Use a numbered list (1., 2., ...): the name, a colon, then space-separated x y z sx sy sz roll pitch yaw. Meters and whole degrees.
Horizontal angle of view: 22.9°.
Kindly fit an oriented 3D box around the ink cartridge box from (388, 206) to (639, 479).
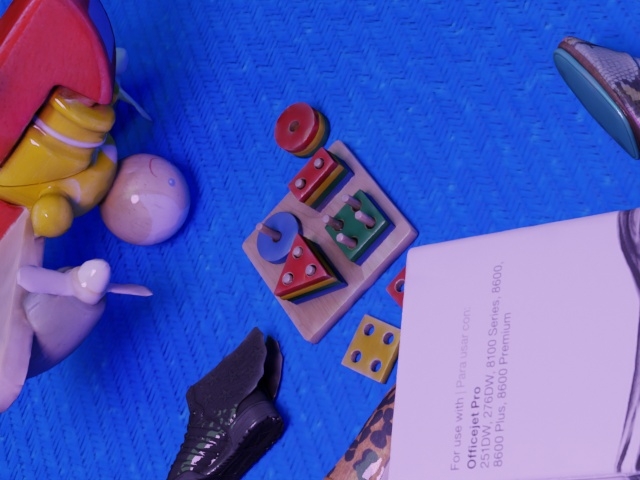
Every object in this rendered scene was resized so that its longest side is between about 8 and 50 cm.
1. ink cartridge box: 0.277 0.094 0.906 0.394 0.285 0.166 -11 63 35

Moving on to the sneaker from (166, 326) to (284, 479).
1. sneaker: -0.090 0.159 1.339 0.170 0.051 0.089 -44 49 9

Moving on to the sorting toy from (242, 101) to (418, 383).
1. sorting toy: 0.000 0.000 1.338 0.132 0.046 0.274 -47 49 13

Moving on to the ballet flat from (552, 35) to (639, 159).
1. ballet flat: 0.256 -0.079 1.158 0.079 0.077 0.221 -31 56 2

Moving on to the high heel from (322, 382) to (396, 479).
1. high heel: 0.020 0.198 1.226 0.261 0.093 0.186 -31 35 35

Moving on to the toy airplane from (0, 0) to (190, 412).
1. toy airplane: -0.259 -0.030 1.451 0.384 0.272 0.386 154 124 -75
